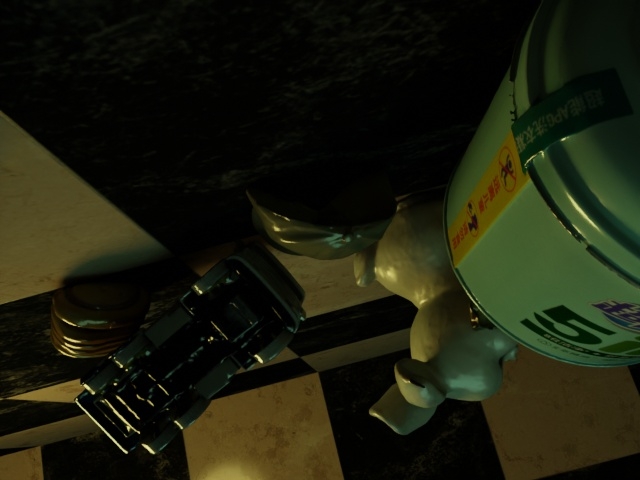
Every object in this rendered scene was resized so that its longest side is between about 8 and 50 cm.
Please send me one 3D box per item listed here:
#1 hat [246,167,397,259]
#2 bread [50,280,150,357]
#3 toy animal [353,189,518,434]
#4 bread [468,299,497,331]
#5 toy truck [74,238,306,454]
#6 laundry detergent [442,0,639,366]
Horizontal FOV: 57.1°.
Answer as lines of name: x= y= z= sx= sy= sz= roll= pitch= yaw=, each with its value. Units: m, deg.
hat: x=0.000 y=0.000 z=0.707 sx=0.166 sy=0.144 sz=0.173 roll=-9 pitch=139 yaw=-12
bread: x=-0.327 y=0.122 z=0.867 sx=0.134 sy=0.081 sz=0.225 roll=-7 pitch=160 yaw=-25
toy animal: x=0.171 y=0.099 z=0.825 sx=0.247 sy=0.310 sz=0.183 roll=-2 pitch=162 yaw=-19
bread: x=0.232 y=-0.007 z=0.707 sx=0.128 sy=0.232 sz=0.088 roll=-6 pitch=-173 yaw=13
toy truck: x=-0.185 y=0.152 z=0.816 sx=0.367 sy=0.146 sz=0.175 roll=-39 pitch=-173 yaw=18
laundry detergent: x=0.264 y=-0.061 z=0.455 sx=0.287 sy=0.287 sz=0.305 roll=-14 pitch=163 yaw=-4
